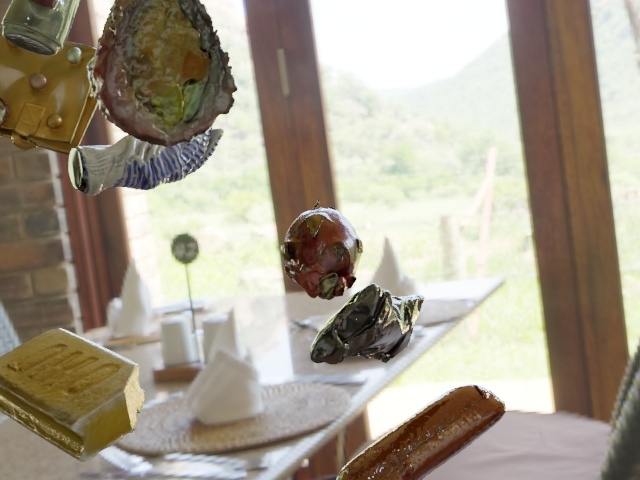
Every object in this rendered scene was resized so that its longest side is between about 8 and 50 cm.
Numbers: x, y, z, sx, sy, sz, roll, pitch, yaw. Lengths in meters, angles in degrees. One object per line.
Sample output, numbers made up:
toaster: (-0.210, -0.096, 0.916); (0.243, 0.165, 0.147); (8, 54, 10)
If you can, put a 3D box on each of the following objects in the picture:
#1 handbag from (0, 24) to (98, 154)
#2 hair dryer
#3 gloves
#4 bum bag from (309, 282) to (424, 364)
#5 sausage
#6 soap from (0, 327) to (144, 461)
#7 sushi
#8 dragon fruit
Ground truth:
handbag: (-0.723, -0.361, 2.157); (0.401, 0.282, 0.133); (15, -26, -5)
hair dryer: (-0.218, -0.219, 0.763); (0.054, 0.106, 0.154); (22, -9, -16)
gloves: (-0.231, -0.117, 1.275); (0.229, 0.097, 0.119); (-27, 10, -28)
bum bag: (0.081, 0.133, 1.489); (0.095, 0.144, 0.340); (37, 8, 22)
sausage: (0.164, 0.343, 1.559); (0.330, 0.102, 0.102); (-32, 11, -14)
soap: (-0.335, 0.200, 1.253); (0.232, 0.073, 0.140); (16, 36, 41)
sushi: (-0.211, -0.229, 1.127); (0.161, 0.241, 0.107); (-31, 31, -16)
dragon fruit: (0.000, 0.000, 1.477); (0.126, 0.125, 0.246); (18, 23, -8)
